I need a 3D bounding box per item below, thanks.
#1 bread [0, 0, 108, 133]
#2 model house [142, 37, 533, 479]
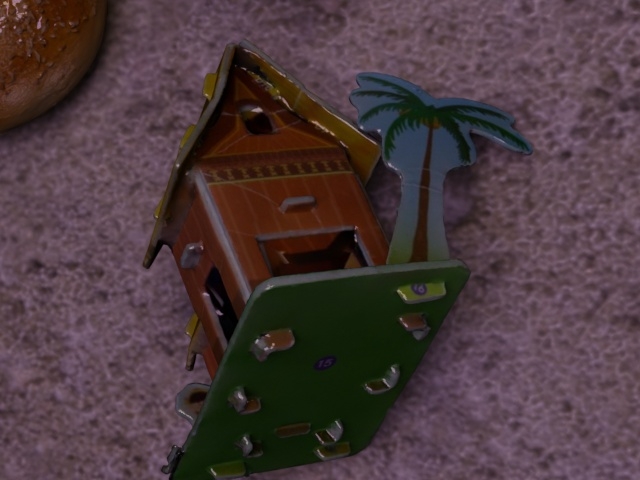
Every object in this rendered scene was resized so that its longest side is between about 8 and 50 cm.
[{"bbox_3d":[-0.359,-0.242,1.599,0.305,0.159,0.305,0,91,15],"label":"bread"},{"bbox_3d":[0.000,0.000,1.516,0.323,0.340,0.300,66,148,31],"label":"model house"}]
